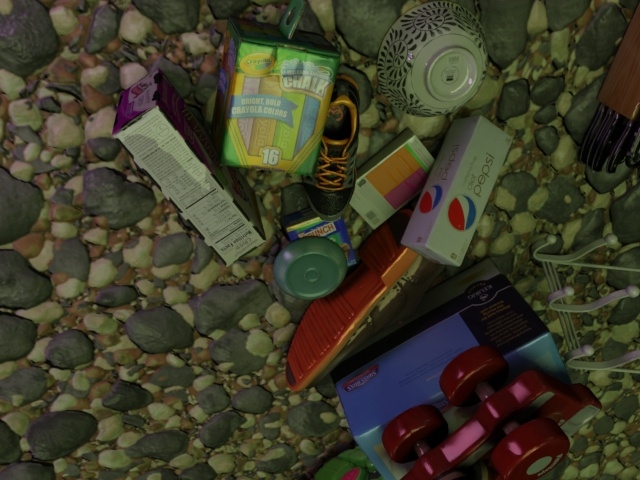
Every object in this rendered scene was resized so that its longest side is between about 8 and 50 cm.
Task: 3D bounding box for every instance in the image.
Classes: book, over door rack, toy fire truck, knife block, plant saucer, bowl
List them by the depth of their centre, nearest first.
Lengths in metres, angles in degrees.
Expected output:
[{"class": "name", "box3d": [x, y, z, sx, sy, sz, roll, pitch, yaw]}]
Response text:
[{"class": "bowl", "box3d": [0.173, -0.243, 0.923, 0.170, 0.080, 0.170, -7, 121, -11]}, {"class": "toy fire truck", "box3d": [0.251, 0.307, 0.950, 0.254, 0.169, 0.302, 28, 110, -42]}, {"class": "knife block", "box3d": [0.495, -0.242, 1.013, 0.088, 0.242, 0.276, 7, 72, -18]}, {"class": "book", "box3d": [0.111, -0.093, 1.021, 0.144, 0.035, 0.096, -39, 122, 11]}, {"class": "plant saucer", "box3d": [-0.015, 0.050, 1.030, 0.119, 0.021, 0.119, -4, 121, -7]}, {"class": "over door rack", "box3d": [0.534, 0.117, 1.118, 0.324, 0.240, 0.108, 14, 140, -20]}]

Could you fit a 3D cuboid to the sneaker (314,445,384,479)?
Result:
[{"class": "sneaker", "box3d": [0.041, 0.596, 1.253, 0.202, 0.185, 0.483, 34, 91, -26]}]

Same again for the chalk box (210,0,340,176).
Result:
[{"class": "chalk box", "box3d": [-0.061, -0.211, 0.854, 0.132, 0.132, 0.213, 5, 117, -16]}]

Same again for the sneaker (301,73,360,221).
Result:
[{"class": "sneaker", "box3d": [0.016, -0.124, 0.938, 0.084, 0.083, 0.215, 1, 113, -3]}]

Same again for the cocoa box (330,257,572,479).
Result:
[{"class": "cocoa box", "box3d": [0.222, 0.244, 1.123, 0.347, 0.228, 0.231, -30, 121, 4]}]

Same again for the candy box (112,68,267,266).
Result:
[{"class": "candy box", "box3d": [-0.170, -0.097, 0.875, 0.071, 0.159, 0.233, -32, 122, 6]}]

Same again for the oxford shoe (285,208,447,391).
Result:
[{"class": "oxford shoe", "box3d": [0.080, 0.125, 1.083, 0.132, 0.130, 0.364, 31, 107, -31]}]

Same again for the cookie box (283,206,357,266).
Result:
[{"class": "cookie box", "box3d": [0.000, 0.000, 1.041, 0.091, 0.040, 0.107, -19, 121, -1]}]

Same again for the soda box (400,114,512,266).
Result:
[{"class": "soda box", "box3d": [0.203, -0.074, 0.979, 0.074, 0.069, 0.216, 29, 80, -25]}]
